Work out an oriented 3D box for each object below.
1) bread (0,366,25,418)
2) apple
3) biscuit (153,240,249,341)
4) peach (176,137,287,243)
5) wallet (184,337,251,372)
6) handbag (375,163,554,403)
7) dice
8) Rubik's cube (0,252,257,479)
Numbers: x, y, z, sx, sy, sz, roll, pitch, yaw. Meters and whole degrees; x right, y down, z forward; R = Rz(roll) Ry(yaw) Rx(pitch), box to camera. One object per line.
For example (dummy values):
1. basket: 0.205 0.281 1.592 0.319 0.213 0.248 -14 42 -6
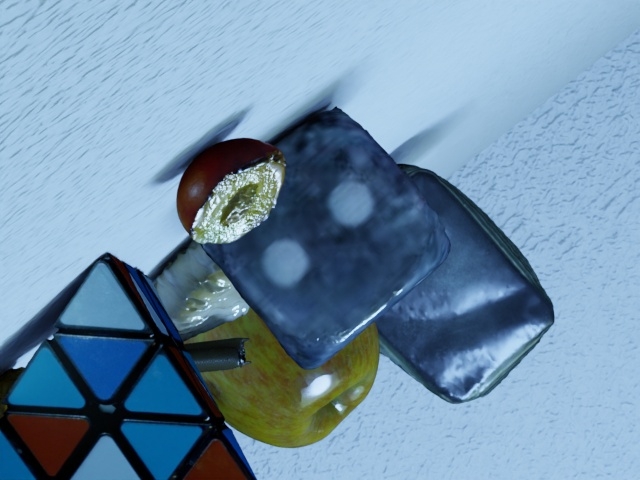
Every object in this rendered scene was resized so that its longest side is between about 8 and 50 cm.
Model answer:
1. bread: -0.321 0.167 1.704 0.157 0.044 0.052 -37 169 -41
2. apple: -0.043 0.139 2.382 0.264 0.264 0.264 -38 176 -3
3. biscuit: -0.058 0.010 1.875 0.281 0.084 0.179 -31 169 -4
4. peach: -0.075 -0.044 1.433 0.098 0.061 0.098 -36 152 -23
5. wallet: -0.174 0.126 1.924 0.198 0.031 0.110 -6 178 4
6. handbag: 0.144 0.047 2.586 0.247 0.341 0.240 -44 -166 5
7. dice: 0.000 0.000 1.695 0.183 0.181 0.182 -40 175 -4
8. Rubik's cube: -0.158 0.107 1.611 0.284 0.250 0.234 -42 152 -32
